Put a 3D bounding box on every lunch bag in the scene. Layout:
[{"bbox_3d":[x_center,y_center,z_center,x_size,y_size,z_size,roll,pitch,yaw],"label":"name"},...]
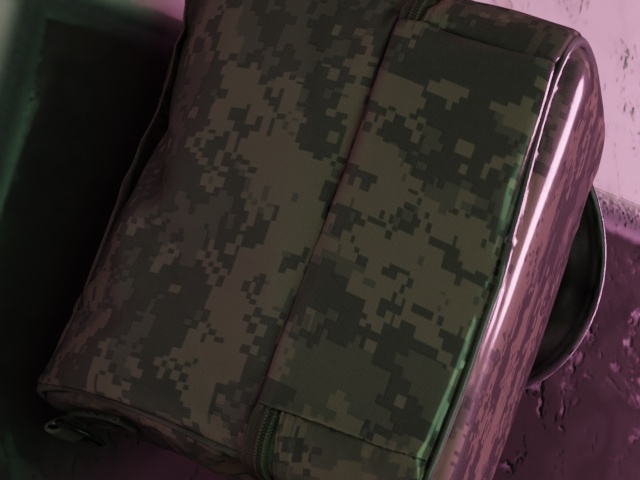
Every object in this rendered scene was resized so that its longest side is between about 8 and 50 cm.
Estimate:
[{"bbox_3d":[0.000,0.000,1.011,0.256,0.212,0.305,17,78,14],"label":"lunch bag"}]

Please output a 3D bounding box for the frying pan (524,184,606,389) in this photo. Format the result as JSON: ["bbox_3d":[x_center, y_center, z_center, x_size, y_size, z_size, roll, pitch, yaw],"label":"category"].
[{"bbox_3d":[0.071,-0.049,1.165,0.197,0.053,0.326,-40,106,-27],"label":"frying pan"}]
